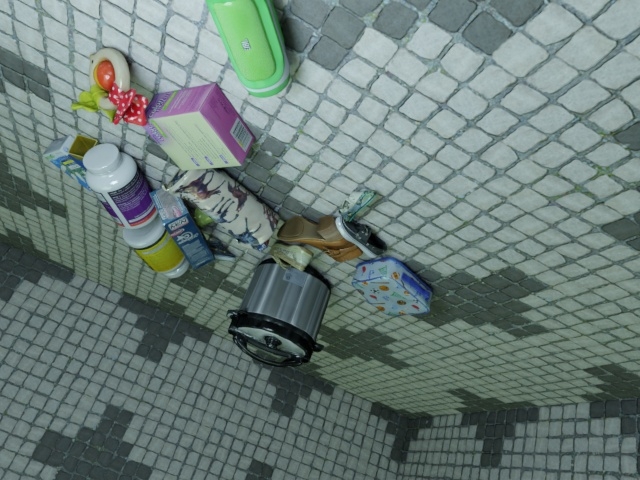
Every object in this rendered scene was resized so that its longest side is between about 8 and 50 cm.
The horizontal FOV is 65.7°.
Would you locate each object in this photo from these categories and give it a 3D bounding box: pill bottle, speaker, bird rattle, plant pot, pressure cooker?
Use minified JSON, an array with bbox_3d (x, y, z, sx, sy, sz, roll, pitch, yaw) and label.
[{"bbox_3d":[-0.714,0.028,2.199,0.188,0.188,0.334,9,150,19],"label":"pill bottle"},{"bbox_3d":[-0.156,-0.459,1.074,0.131,0.131,0.296,9,150,20],"label":"speaker"},{"bbox_3d":[-0.578,-0.417,1.351,0.143,0.206,0.253,-12,-163,-43],"label":"bird rattle"},{"bbox_3d":[-0.733,-0.197,1.823,0.182,0.181,0.323,12,147,15],"label":"pill bottle"},{"bbox_3d":[-0.433,-0.099,1.932,0.079,0.083,0.083,-7,143,20],"label":"plant pot"},{"bbox_3d":[-0.179,0.328,2.144,0.370,0.420,0.375,-1,146,32],"label":"pressure cooker"},{"bbox_3d":[-0.846,-0.321,1.798,0.082,0.081,0.083,17,162,5],"label":"plant pot"}]

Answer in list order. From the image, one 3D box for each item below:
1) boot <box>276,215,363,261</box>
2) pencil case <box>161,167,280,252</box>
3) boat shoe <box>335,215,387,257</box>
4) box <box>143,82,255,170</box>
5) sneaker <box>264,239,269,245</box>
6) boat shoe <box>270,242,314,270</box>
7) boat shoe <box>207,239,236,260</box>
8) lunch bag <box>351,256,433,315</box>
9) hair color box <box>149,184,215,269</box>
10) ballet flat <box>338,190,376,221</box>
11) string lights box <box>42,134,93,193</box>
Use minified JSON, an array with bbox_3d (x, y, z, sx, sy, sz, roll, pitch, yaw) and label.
[{"bbox_3d":[0.000,0.000,1.817,0.283,0.109,0.220,-12,143,33],"label":"boot"},{"bbox_3d":[-0.332,-0.124,1.703,0.410,0.183,0.160,40,177,-33],"label":"pencil case"},{"bbox_3d":[0.148,-0.018,1.705,0.076,0.080,0.228,-28,125,32],"label":"boat shoe"},{"bbox_3d":[-0.357,-0.323,1.444,0.243,0.117,0.213,0,146,31],"label":"box"},{"bbox_3d":[-0.259,-0.038,1.935,0.075,0.063,0.170,1,141,30],"label":"sneaker"},{"bbox_3d":[-0.132,0.070,1.971,0.105,0.089,0.285,29,165,-24],"label":"boat shoe"},{"bbox_3d":[-0.440,0.046,2.199,0.065,0.083,0.183,0,173,33],"label":"boat shoe"},{"bbox_3d":[0.289,0.187,1.930,0.303,0.115,0.243,38,144,-28],"label":"lunch bag"},{"bbox_3d":[-0.537,-0.049,1.957,0.174,0.105,0.347,56,169,30],"label":"hair color box"},{"bbox_3d":[0.108,-0.118,1.569,0.070,0.070,0.188,26,148,-12],"label":"ballet flat"},{"bbox_3d":[-0.905,-0.279,1.904,0.133,0.076,0.259,-5,143,36],"label":"string lights box"}]
